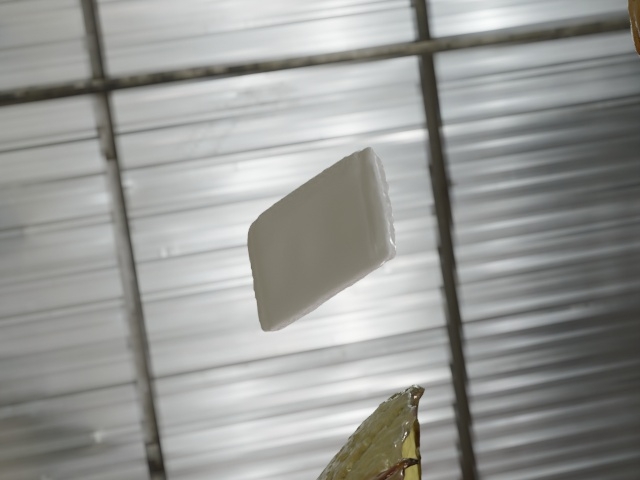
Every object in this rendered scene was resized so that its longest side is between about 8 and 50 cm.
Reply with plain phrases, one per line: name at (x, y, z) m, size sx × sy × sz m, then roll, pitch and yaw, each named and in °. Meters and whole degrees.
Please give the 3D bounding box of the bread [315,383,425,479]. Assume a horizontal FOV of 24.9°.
bread at (0.038, 0.202, 0.734) m, size 0.178 × 0.135 × 0.240 m, roll -56°, pitch -174°, yaw 28°

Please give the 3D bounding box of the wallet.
wallet at (0.000, 0.000, 1.325) m, size 0.183 × 0.032 × 0.124 m, roll -33°, pitch -126°, yaw 37°

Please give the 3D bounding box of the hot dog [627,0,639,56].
hot dog at (0.235, -0.191, 0.717) m, size 0.109 × 0.072 × 0.270 m, roll 30°, pitch -68°, yaw 26°
